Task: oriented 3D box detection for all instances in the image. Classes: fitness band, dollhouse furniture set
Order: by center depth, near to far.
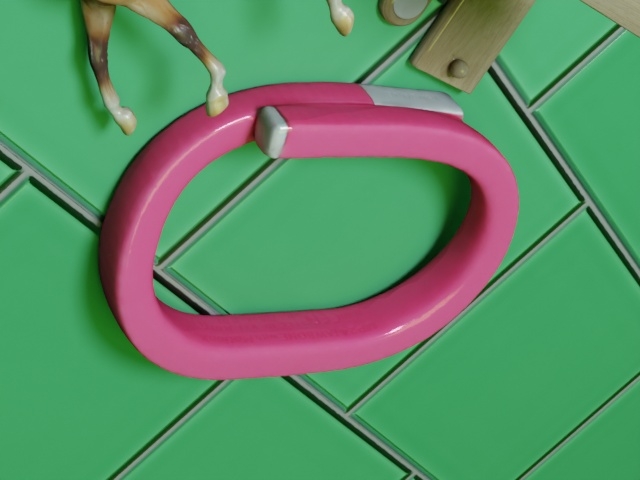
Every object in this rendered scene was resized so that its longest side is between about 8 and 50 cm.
[{"bbox_3d":[0.109,-0.123,0.755,0.144,0.151,0.123,19,113,-40],"label":"dollhouse furniture set"},{"bbox_3d":[0.000,0.000,0.858,0.291,0.054,0.209,-1,126,-32],"label":"fitness band"}]

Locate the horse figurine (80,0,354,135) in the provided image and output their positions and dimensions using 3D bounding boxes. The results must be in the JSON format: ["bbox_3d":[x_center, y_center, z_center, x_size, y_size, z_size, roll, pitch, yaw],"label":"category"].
[{"bbox_3d":[-0.055,-0.157,0.672,0.263,0.066,0.174,-30,131,2],"label":"horse figurine"}]
